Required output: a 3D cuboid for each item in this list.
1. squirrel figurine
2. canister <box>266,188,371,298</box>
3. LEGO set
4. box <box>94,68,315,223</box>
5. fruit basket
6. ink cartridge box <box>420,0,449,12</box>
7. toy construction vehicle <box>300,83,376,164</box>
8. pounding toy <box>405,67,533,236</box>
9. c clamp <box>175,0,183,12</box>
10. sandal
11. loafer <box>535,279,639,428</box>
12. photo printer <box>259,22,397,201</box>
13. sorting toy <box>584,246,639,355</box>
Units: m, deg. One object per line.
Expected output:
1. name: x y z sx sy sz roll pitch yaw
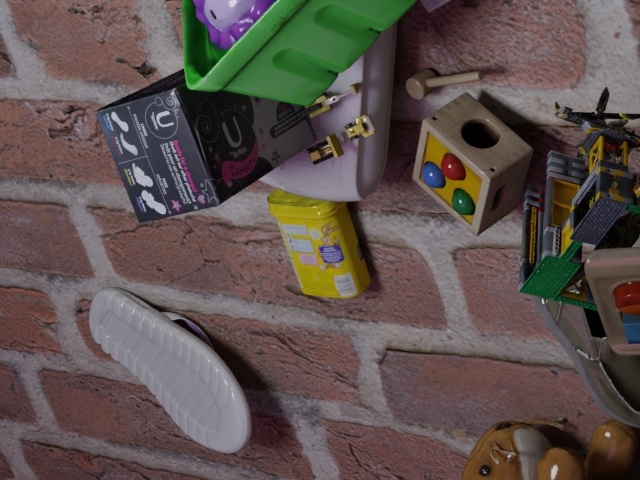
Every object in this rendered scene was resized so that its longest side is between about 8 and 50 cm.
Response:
1. squirrel figurine: 0.369 0.443 2.136 0.370 0.281 0.397 15 128 39
2. canister: 0.000 0.000 2.234 0.126 0.073 0.170 5 126 38
3. LEGO set: 0.385 -0.050 1.833 0.255 0.192 0.331 9 148 -1
4. box: -0.141 -0.145 1.906 0.142 0.247 0.163 -12 105 36
5. fruit basket: -0.074 -0.380 1.714 0.392 0.283 0.392 -4 139 -4
6. ink cartridge box: 0.176 -0.359 1.790 0.143 0.090 0.092 -25 103 48
7. toy construction vehicle: 0.017 -0.152 1.929 0.098 0.035 0.086 -21 97 14
8. pounding toy: 0.171 -0.138 1.935 0.206 0.094 0.181 44 153 24
9. c clamp: -0.219 -0.370 2.059 0.161 0.022 0.137 34 156 -35
10. sandal: -0.246 0.205 2.592 0.416 0.102 0.169 39 125 27
11. loafer: 0.395 0.149 2.004 0.251 0.094 0.087 50 143 -3
12. photo printer: -0.022 -0.208 2.027 0.256 0.107 0.307 17 121 27
13. sorting toy: 0.490 0.079 1.790 0.307 0.041 0.229 -4 146 19
